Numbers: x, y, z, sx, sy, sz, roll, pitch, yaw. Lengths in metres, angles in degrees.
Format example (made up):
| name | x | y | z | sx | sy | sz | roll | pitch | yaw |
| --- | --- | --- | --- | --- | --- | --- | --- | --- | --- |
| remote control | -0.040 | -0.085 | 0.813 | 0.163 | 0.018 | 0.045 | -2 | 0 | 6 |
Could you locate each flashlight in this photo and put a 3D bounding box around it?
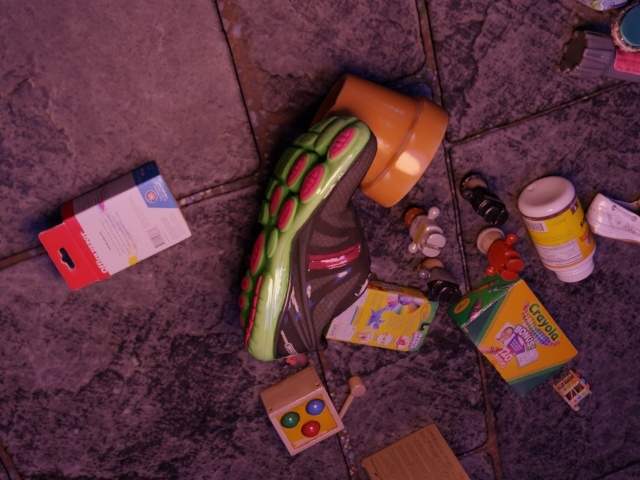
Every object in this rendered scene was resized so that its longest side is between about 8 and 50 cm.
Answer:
| name | x | y | z | sx | sy | sz | roll | pitch | yaw |
| --- | --- | --- | --- | --- | --- | --- | --- | --- | --- |
| flashlight | 0.619 | -0.349 | 1.736 | 0.303 | 0.103 | 0.103 | 6 | 90 | -21 |

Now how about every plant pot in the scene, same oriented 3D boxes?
| name | x | y | z | sx | sy | sz | roll | pitch | yaw |
| --- | --- | --- | --- | --- | --- | --- | --- | --- | --- |
| plant pot | 0.090 | -0.193 | 1.592 | 0.187 | 0.205 | 0.205 | 31 | 104 | -12 |

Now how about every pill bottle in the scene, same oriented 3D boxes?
| name | x | y | z | sx | sy | sz | roll | pitch | yaw |
| --- | --- | --- | --- | --- | --- | --- | --- | --- | --- |
| pill bottle | 0.491 | -0.018 | 1.848 | 0.117 | 0.117 | 0.215 | -32 | 122 | -1 |

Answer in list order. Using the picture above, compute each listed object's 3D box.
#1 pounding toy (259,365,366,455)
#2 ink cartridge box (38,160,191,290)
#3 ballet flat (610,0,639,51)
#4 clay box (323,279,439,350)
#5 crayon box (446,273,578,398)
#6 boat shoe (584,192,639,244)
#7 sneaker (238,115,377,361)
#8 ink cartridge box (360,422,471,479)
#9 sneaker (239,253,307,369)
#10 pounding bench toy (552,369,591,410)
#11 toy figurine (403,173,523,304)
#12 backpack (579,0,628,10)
| name | x | y | z | sx | sy | sz | roll | pitch | yaw |
| --- | --- | --- | --- | --- | --- | --- | --- | --- | --- |
| pounding toy | 0.008 | 0.359 | 1.889 | 0.206 | 0.094 | 0.181 | -27 | 121 | -4 |
| ink cartridge box | -0.360 | -0.025 | 1.577 | 0.231 | 0.078 | 0.134 | -26 | 121 | -5 |
| ballet flat | 0.592 | -0.405 | 1.659 | 0.241 | 0.077 | 0.091 | -39 | 99 | -30 |
| clay box | 0.122 | 0.151 | 1.846 | 0.222 | 0.053 | 0.128 | 12 | 111 | -25 |
| crayon box | 0.419 | 0.198 | 1.954 | 0.165 | 0.081 | 0.278 | -40 | 121 | 4 |
| boat shoe | 0.692 | -0.044 | 1.915 | 0.277 | 0.098 | 0.096 | 9 | 113 | -21 |
| sneaker | 0.000 | 0.000 | 1.566 | 0.202 | 0.185 | 0.483 | 7 | 123 | -24 |
| ink cartridge box | 0.221 | 0.535 | 1.969 | 0.193 | 0.235 | 0.088 | -27 | 121 | -3 |
| sneaker | -0.056 | 0.131 | 1.749 | 0.135 | 0.098 | 0.276 | -21 | 119 | -5 |
| pounding bench toy | 0.600 | 0.354 | 2.113 | 0.065 | 0.052 | 0.083 | -42 | 121 | 5 |
| toy figurine | 0.275 | -0.003 | 1.775 | 0.209 | 0.148 | 0.213 | -25 | 123 | 2 |
| backpack | 0.523 | -0.472 | 1.638 | 0.114 | 0.105 | 0.084 | -19 | 126 | -13 |
